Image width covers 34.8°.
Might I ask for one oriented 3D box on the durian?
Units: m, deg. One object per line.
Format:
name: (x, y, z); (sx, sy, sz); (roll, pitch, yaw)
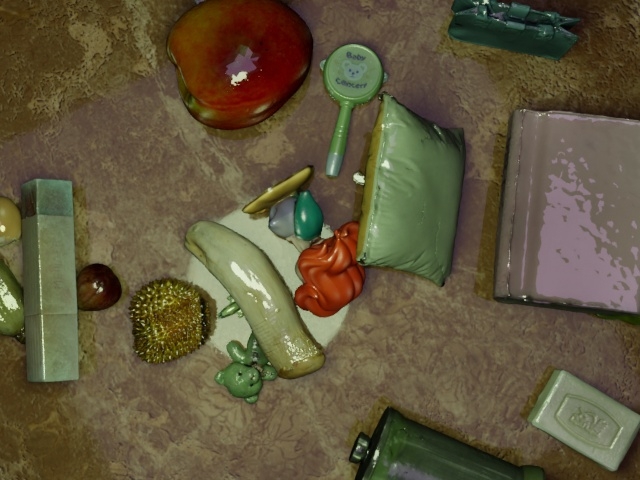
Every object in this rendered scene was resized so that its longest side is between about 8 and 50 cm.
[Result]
durian: (-0.283, 0.145, 1.894); (0.168, 0.137, 0.158); (-19, 109, 7)

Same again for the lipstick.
lipstick: (-0.503, 0.075, 1.893); (0.076, 0.079, 0.372); (2, 82, -40)

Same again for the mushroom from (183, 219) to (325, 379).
mushroom: (-0.121, 0.104, 1.869); (0.122, 0.095, 0.351); (-38, 86, 33)

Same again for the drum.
drum: (0.068, -0.250, 1.950); (0.130, 0.049, 0.253); (-3, 88, -1)

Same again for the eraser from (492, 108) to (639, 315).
eraser: (0.470, -0.049, 1.891); (0.272, 0.122, 0.359); (6, 83, 3)

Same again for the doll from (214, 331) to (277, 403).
doll: (-0.126, 0.228, 1.924); (0.115, 0.077, 0.150); (33, 76, -10)

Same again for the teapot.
teapot: (0.207, 0.460, 1.836); (0.337, 0.200, 0.270); (23, 44, 2)

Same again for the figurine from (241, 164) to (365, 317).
figurine: (-0.007, 0.005, 1.869); (0.208, 0.181, 0.257); (-35, 89, 19)

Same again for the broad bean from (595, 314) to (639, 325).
broad bean: (0.626, 0.140, 1.942); (0.256, 0.053, 0.052); (9, 50, 1)

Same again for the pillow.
pillow: (0.170, -0.083, 1.845); (0.119, 0.312, 0.310); (3, 84, 36)

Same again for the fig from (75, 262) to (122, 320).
fig: (-0.438, 0.103, 1.923); (0.125, 0.089, 0.089); (-39, 89, 16)

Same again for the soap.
soap: (0.498, 0.339, 1.927); (0.183, 0.064, 0.121); (30, 85, 0)

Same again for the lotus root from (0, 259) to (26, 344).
lotus root: (-0.598, 0.116, 1.914); (0.090, 0.077, 0.183); (-33, 95, -24)

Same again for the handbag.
handbag: (0.355, -0.402, 1.896); (0.229, 0.179, 0.062); (12, 88, 2)

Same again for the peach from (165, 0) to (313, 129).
peach: (-0.135, -0.336, 1.888); (0.274, 0.245, 0.249); (-28, 119, -13)

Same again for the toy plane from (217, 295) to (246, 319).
toy plane: (-0.147, 0.117, 1.939); (0.111, 0.040, 0.102); (-32, 87, -1)

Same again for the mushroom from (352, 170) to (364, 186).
mushroom: (0.112, -0.122, 1.961); (0.101, 0.019, 0.049); (-5, 87, -1)

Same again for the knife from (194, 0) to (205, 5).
knife: (-0.258, -0.542, 1.972); (0.043, 0.020, 0.293); (-22, 90, -4)

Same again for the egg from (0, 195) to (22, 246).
egg: (-0.602, -0.035, 1.920); (0.080, 0.080, 0.096); (-15, 81, -1)
